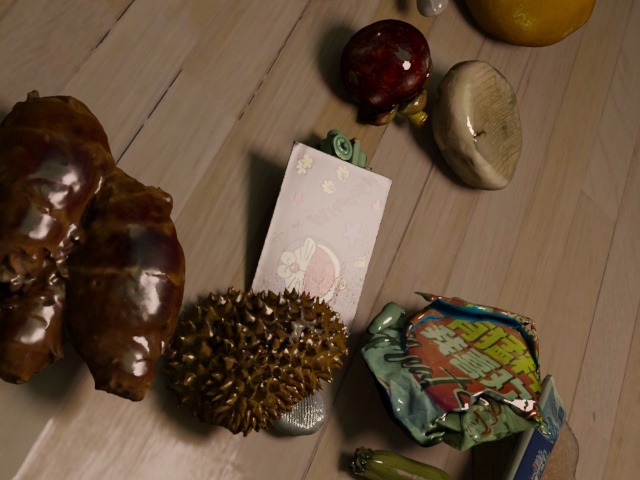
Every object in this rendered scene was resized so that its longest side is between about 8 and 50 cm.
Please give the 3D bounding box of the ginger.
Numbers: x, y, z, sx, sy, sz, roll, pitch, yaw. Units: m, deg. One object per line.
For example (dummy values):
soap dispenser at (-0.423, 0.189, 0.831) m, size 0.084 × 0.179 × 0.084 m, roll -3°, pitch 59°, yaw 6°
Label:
ginger at (-0.288, 0.016, 1.097) m, size 0.357 × 0.152 × 0.274 m, roll 53°, pitch 49°, yaw -7°

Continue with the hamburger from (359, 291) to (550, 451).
hamburger at (0.184, 0.200, 1.394) m, size 0.276 × 0.150 × 0.260 m, roll -3°, pitch 49°, yaw -17°

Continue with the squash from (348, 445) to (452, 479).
squash at (0.114, 0.329, 1.365) m, size 0.183 × 0.052 × 0.052 m, roll 23°, pitch 59°, yaw -29°

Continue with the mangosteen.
mangosteen at (0.111, -0.268, 1.558) m, size 0.181 × 0.156 × 0.145 m, roll 46°, pitch 15°, yaw -52°

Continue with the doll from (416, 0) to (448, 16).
doll at (0.144, -0.540, 1.675) m, size 0.237 × 0.111 × 0.252 m, roll -95°, pitch 160°, yaw -50°

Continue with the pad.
pad at (0.000, 0.000, 1.368) m, size 0.170 × 0.006 × 0.245 m, roll 20°, pitch 80°, yaw -22°

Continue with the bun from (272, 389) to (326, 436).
bun at (-0.033, 0.225, 1.290) m, size 0.083 × 0.045 × 0.083 m, roll 11°, pitch 59°, yaw -18°

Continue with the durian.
durian at (-0.077, 0.136, 1.224) m, size 0.250 × 0.138 × 0.183 m, roll -30°, pitch 92°, yaw -34°

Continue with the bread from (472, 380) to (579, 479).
bread at (0.319, 0.357, 1.488) m, size 0.183 × 0.102 × 0.337 m, roll 24°, pitch 57°, yaw -33°

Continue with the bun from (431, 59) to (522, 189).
bun at (0.260, -0.195, 1.650) m, size 0.210 × 0.116 × 0.237 m, roll -52°, pitch 130°, yaw -44°

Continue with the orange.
orange at (0.394, -0.500, 1.805) m, size 0.279 × 0.235 × 0.279 m, roll 11°, pitch 66°, yaw -27°

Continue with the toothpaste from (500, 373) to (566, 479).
toothpaste at (0.308, 0.305, 1.403) m, size 0.069 × 0.047 × 0.268 m, roll 39°, pitch 43°, yaw 1°

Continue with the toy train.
toy train at (0.032, -0.077, 1.452) m, size 0.118 × 0.074 × 0.175 m, roll 31°, pitch 54°, yaw -35°
